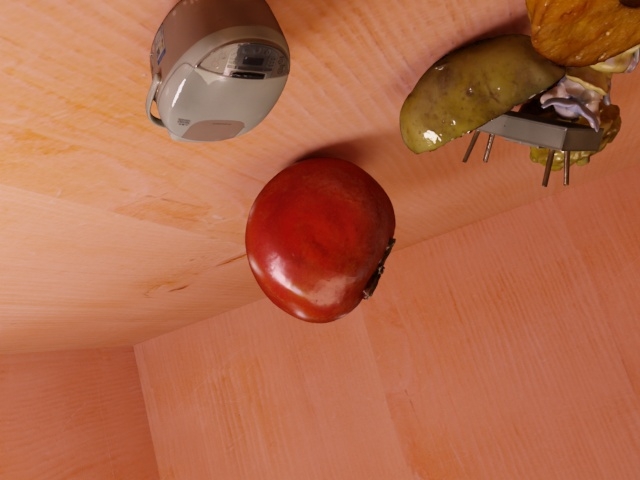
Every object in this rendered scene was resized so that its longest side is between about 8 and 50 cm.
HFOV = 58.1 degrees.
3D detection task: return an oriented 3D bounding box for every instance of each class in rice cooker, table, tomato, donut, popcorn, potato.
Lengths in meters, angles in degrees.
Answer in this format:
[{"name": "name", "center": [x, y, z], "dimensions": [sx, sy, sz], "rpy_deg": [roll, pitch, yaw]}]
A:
[{"name": "rice cooker", "center": [-0.122, -0.197, 0.665], "dimensions": [0.145, 0.127, 0.206], "rpy_deg": [-6, 166, -35]}, {"name": "table", "center": [0.372, -0.179, 1.074], "dimensions": [0.121, 0.111, 0.240], "rpy_deg": [-6, -157, -36]}, {"name": "tomato", "center": [0.000, 0.000, 1.177], "dimensions": [0.289, 0.325, 0.293], "rpy_deg": [28, 174, 8]}, {"name": "donut", "center": [0.385, -0.345, 0.705], "dimensions": [0.302, 0.110, 0.303], "rpy_deg": [-15, 164, -5]}, {"name": "popcorn", "center": [0.500, -0.236, 1.167], "dimensions": [0.197, 0.156, 0.198], "rpy_deg": [-25, -163, 8]}, {"name": "potato", "center": [0.231, -0.246, 0.902], "dimensions": [0.271, 0.111, 0.160], "rpy_deg": [-26, -160, 35]}]

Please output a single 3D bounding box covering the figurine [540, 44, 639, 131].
[{"name": "figurine", "center": [0.443, -0.273, 0.951], "dimensions": [0.128, 0.209, 0.184], "rpy_deg": [26, 150, 8]}]
